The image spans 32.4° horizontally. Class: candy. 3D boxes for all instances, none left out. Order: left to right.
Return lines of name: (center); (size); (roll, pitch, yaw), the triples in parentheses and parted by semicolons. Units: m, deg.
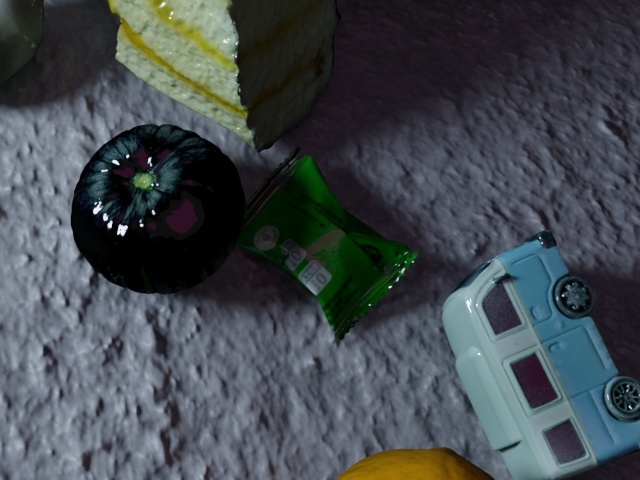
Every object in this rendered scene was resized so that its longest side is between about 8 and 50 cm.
candy: (0.002, -0.003, 1.304); (0.203, 0.078, 0.141); (41, 64, 10)

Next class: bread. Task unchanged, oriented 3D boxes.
bread: (-0.135, -0.325, 1.291); (0.264, 0.395, 0.239); (21, 43, 21)

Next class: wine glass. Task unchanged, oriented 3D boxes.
wine glass: (-0.368, -0.277, 1.295); (0.126, 0.126, 0.241); (34, 65, 1)

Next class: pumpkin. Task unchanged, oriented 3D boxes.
pumpkin: (-0.181, -0.034, 1.234); (0.202, 0.140, 0.202); (-4, 60, 6)

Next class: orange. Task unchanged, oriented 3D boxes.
orange: (0.098, 0.307, 1.124); (0.219, 0.219, 0.193); (3, 58, -13)

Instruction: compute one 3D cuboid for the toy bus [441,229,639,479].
toy bus: (0.246, 0.143, 1.275); (0.165, 0.133, 0.271); (-20, 77, -16)
